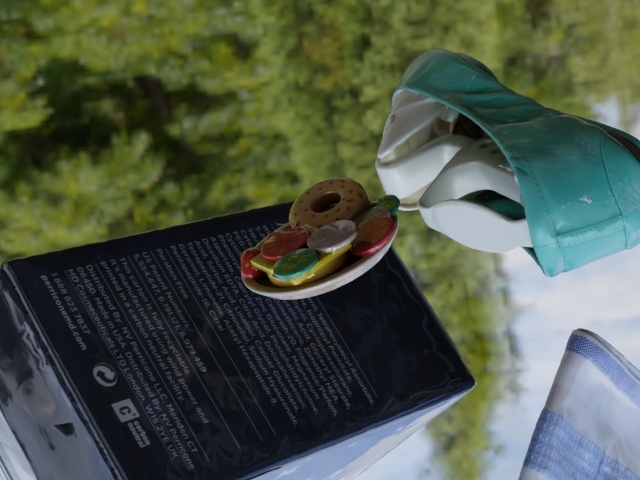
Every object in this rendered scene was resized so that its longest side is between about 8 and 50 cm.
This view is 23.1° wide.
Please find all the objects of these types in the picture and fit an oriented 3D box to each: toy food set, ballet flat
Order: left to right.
[{"bbox_3d":[0.000,0.000,0.748,0.083,0.020,0.082,-34,-153,-22],"label":"toy food set"},{"bbox_3d":[0.078,-0.044,0.817,0.087,0.083,0.247,-25,-155,-15],"label":"ballet flat"}]

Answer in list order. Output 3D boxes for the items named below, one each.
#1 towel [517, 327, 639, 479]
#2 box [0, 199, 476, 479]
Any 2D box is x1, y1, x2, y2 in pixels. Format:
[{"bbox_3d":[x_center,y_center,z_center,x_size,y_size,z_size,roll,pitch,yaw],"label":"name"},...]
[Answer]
[{"bbox_3d":[0.227,0.236,1.350,0.034,0.285,0.209,10,161,40],"label":"towel"},{"bbox_3d":[-0.125,0.145,1.267,0.395,0.212,0.293,-15,158,-49],"label":"box"}]
